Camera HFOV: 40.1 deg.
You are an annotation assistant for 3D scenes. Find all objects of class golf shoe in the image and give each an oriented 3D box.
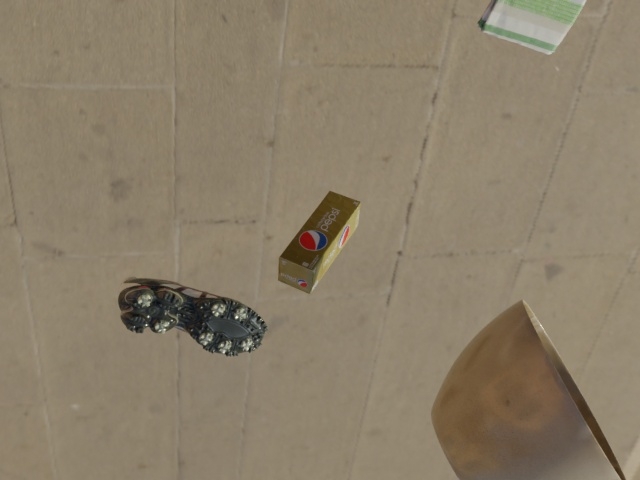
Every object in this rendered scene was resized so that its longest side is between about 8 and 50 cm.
[{"bbox_3d":[-0.220,0.118,1.535,0.273,0.120,0.105,20,105,-27],"label":"golf shoe"}]

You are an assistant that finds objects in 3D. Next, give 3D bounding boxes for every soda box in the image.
[{"bbox_3d":[0.000,0.000,1.426,0.061,0.181,0.058,22,137,16],"label":"soda box"}]

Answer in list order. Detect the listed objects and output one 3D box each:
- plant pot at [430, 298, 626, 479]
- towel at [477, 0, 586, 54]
[{"bbox_3d":[0.267,0.251,1.210,0.191,0.284,0.284,-31,129,12],"label":"plant pot"},{"bbox_3d":[0.267,-0.303,1.043,0.113,0.023,0.152,12,125,-20],"label":"towel"}]
